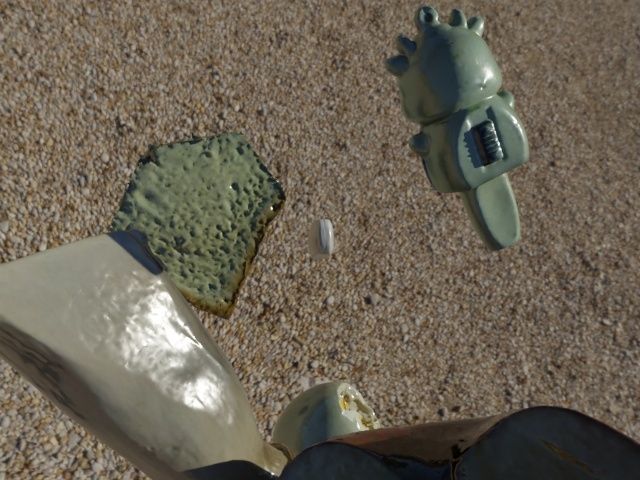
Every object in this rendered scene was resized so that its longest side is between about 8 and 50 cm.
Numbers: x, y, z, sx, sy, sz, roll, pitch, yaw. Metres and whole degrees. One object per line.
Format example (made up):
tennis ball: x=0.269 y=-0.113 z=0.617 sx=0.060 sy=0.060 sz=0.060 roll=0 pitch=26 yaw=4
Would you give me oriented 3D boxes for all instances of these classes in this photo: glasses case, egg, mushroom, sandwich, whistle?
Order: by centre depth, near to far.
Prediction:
whistle: x=0.138 y=-0.101 z=0.493 sx=0.110 sy=0.092 sz=0.244 roll=-29 pitch=110 yaw=-5
mushroom: x=-0.167 y=0.149 z=0.531 sx=0.407 sy=0.138 sz=0.154 roll=55 pitch=28 yaw=-22
sandwich: x=-0.220 y=-0.050 z=0.943 sx=0.262 sy=0.131 sz=0.325 roll=25 pitch=90 yaw=-12
glasses case: x=0.000 y=0.000 z=1.112 sx=0.049 sy=0.193 sz=0.074 roll=-3 pitch=83 yaw=-7
egg: x=0.001 y=0.566 z=1.455 sx=0.278 sy=0.336 sz=0.278 roll=41 pitch=19 yaw=-18

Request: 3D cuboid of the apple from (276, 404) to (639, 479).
apple: x=0.123 y=0.312 z=0.385 sx=0.295 sy=0.328 sz=0.364 roll=2 pitch=56 yaw=-26
